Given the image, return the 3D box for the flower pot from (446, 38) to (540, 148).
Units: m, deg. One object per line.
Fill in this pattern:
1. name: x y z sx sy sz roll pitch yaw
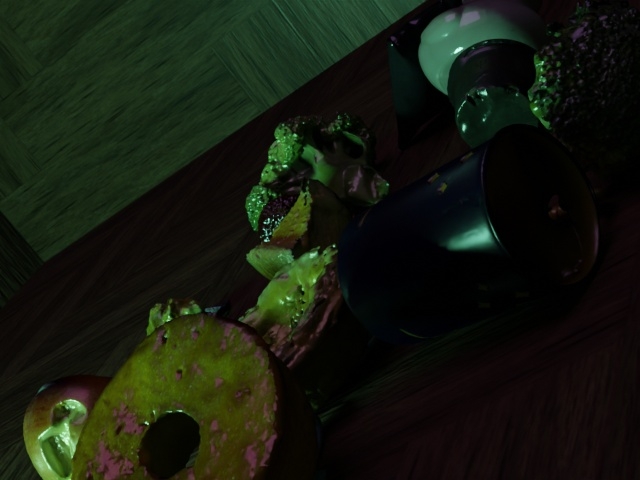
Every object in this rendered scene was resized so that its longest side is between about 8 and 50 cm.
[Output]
1. flower pot: 0.257 -0.198 1.965 0.157 0.157 0.107 -31 27 28

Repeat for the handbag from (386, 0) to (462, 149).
1. handbag: 0.198 -0.307 2.395 0.089 0.254 0.211 31 60 29

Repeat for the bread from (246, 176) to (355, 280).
1. bread: 0.000 0.000 1.975 0.160 0.140 0.169 -54 20 -14

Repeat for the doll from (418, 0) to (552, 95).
1. doll: 0.271 -0.352 2.220 0.251 0.221 0.221 -33 13 43

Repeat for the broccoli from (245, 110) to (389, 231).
1. broccoli: -0.023 -0.120 2.351 0.254 0.186 0.302 -27 8 8

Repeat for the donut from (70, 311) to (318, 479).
1. donut: -0.125 0.225 1.414 0.303 0.110 0.303 -26 46 31

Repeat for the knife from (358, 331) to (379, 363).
1. knife: 0.095 0.085 1.702 0.028 0.015 0.210 -28 17 51

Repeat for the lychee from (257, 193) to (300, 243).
1. lychee: -0.044 -0.016 2.198 0.123 0.123 0.129 -38 7 0

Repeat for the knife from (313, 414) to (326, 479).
1. knife: -0.011 0.253 1.423 0.044 0.019 0.313 -31 16 12

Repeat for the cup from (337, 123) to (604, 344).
1. cup: 0.184 0.014 1.495 0.256 0.255 0.178 -28 54 47

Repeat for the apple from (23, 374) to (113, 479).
1. apple: -0.295 0.262 1.825 0.199 0.199 0.199 -36 13 10

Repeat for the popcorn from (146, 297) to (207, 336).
1. popcorn: -0.227 0.146 2.169 0.121 0.116 0.106 23 62 27

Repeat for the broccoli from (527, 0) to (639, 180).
1. broccoli: 0.328 -0.179 1.577 0.176 0.198 0.226 -22 22 8

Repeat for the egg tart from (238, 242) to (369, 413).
1. egg tart: -0.038 0.134 1.633 0.288 0.118 0.288 -41 12 11

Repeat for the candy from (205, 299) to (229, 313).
1. candy: -0.211 0.140 2.313 0.136 0.038 0.088 -32 -1 -3
